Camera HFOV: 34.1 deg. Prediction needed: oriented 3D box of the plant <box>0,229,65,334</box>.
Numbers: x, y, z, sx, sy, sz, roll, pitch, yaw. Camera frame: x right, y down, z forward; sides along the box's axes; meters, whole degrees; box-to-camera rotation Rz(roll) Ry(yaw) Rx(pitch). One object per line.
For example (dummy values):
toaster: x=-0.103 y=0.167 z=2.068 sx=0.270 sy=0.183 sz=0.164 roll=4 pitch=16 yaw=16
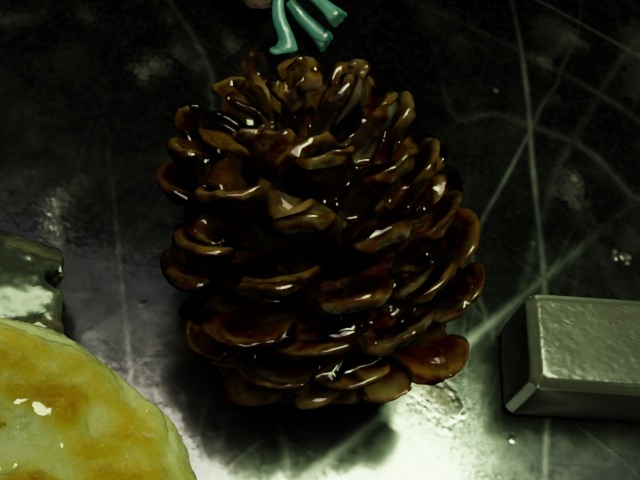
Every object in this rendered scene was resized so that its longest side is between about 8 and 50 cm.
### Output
plant: x=-0.306 y=0.053 z=0.720 sx=0.256 sy=0.142 sz=0.164 roll=-5 pitch=65 yaw=-15

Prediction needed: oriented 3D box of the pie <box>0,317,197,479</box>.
pie: x=-0.208 y=0.153 z=0.550 sx=0.338 sy=0.075 sz=0.337 roll=21 pitch=41 yaw=-19

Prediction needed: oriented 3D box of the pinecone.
pinecone: x=0.000 y=0.000 z=0.730 sx=0.224 sy=0.272 sz=0.224 roll=-6 pitch=39 yaw=5

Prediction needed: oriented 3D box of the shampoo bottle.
shampoo bottle: x=0.271 y=0.097 z=0.823 sx=0.246 sy=0.080 sz=0.079 roll=4 pitch=65 yaw=-7

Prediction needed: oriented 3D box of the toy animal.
toy animal: x=-0.066 y=-0.253 z=0.952 sx=0.103 sy=0.100 sz=0.208 roll=-40 pitch=74 yaw=17
